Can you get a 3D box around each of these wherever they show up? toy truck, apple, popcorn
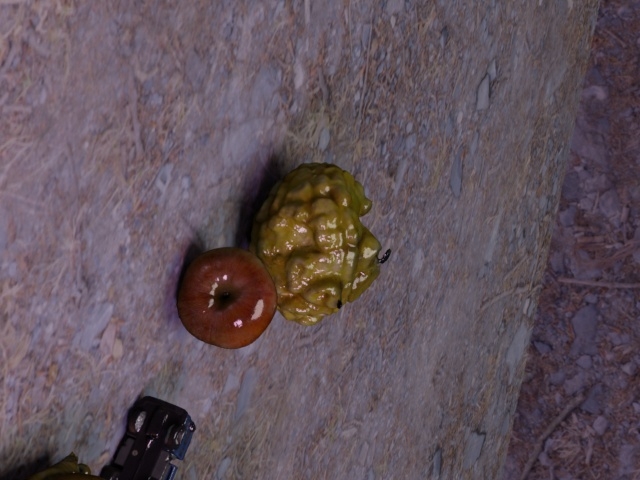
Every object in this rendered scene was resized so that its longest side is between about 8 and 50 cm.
[{"bbox_3d":[-0.215,0.295,1.917,0.088,0.074,0.201,62,48,-66],"label":"toy truck"},{"bbox_3d":[-0.112,0.070,1.950,0.102,0.126,0.126,33,73,-84],"label":"apple"},{"bbox_3d":[-0.002,0.002,2.102,0.189,0.169,0.218,-21,130,-61],"label":"popcorn"}]

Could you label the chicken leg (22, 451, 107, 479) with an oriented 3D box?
[{"bbox_3d":[-0.328,0.315,1.605,0.429,0.153,0.201,15,78,-61],"label":"chicken leg"}]
